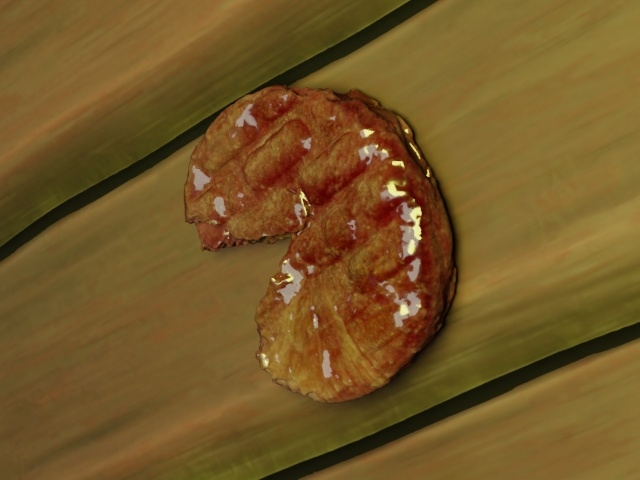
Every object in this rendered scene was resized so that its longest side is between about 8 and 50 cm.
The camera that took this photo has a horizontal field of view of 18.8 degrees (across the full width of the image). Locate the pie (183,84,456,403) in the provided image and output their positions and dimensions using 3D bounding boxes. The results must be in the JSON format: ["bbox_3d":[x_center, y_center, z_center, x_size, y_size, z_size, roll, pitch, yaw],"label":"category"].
[{"bbox_3d":[0.000,0.000,1.309,0.204,0.054,0.218,-19,87,40],"label":"pie"}]
